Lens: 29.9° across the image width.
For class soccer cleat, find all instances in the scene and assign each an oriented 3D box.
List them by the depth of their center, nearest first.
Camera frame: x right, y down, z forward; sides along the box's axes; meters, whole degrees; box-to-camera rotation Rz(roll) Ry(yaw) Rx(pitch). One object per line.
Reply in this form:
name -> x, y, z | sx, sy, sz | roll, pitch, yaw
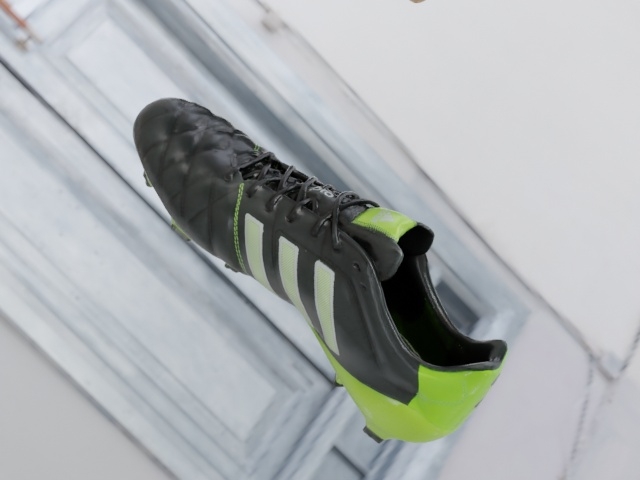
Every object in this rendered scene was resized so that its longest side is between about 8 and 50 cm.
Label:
soccer cleat -> 0.000, 0.000, 0.469 | 0.060, 0.179, 0.072 | -36, 169, -48

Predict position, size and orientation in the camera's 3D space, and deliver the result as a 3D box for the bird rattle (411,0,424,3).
bird rattle -> 0.042, -0.262, 0.714 | 0.253, 0.207, 0.143 | -49, -175, -2
